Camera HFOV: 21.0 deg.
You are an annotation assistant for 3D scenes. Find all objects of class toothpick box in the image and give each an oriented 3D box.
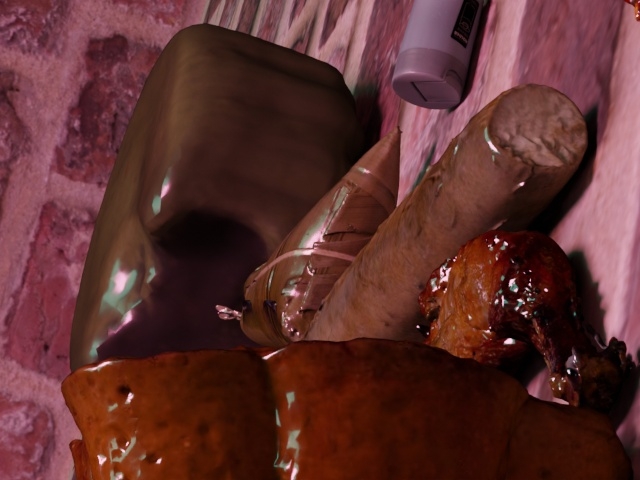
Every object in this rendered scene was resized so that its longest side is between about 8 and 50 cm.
[{"bbox_3d":[0.085,-0.142,1.239,0.052,0.052,0.083,135,153,-65],"label":"toothpick box"}]

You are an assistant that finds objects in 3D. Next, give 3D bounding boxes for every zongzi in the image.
[{"bbox_3d":[0.000,0.000,1.314,0.189,0.081,0.178,1,71,71],"label":"zongzi"}]

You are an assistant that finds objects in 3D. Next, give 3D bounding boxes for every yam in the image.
[{"bbox_3d":[0.052,0.033,1.069,0.371,0.083,0.083,124,161,-48],"label":"yam"}]

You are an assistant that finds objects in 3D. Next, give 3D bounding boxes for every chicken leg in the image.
[{"bbox_3d":[0.098,0.046,0.893,0.253,0.051,0.106,167,115,-75],"label":"chicken leg"}]

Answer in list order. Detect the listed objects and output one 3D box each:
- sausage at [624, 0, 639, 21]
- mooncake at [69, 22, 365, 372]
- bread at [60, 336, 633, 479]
[{"bbox_3d":[0.175,-0.177,0.903,0.050,0.048,0.145,123,160,-67],"label":"sausage"},{"bbox_3d":[-0.093,-0.010,1.526,0.351,0.187,0.351,-165,90,-77],"label":"mooncake"},{"bbox_3d":[0.009,0.121,0.762,0.232,0.246,0.135,109,164,-71],"label":"bread"}]
